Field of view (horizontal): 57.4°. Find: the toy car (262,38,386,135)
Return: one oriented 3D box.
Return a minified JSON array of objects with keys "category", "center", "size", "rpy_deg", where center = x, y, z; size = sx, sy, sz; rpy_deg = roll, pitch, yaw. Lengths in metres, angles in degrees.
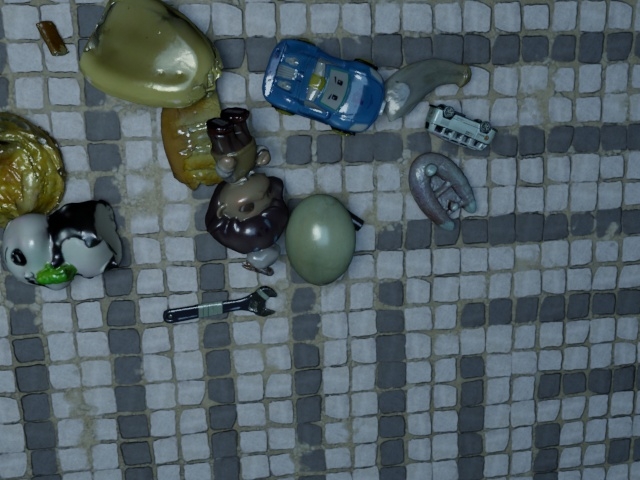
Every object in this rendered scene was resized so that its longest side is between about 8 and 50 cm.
[{"category":"toy car","center":[0.011,-0.383,1.451],"size":[0.314,0.166,0.198],"rpy_deg":[21,100,5]}]

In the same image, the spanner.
[{"category":"spanner","center":[-0.274,0.190,1.612],"size":[0.315,0.024,0.087],"rpy_deg":[-10,107,-6]}]

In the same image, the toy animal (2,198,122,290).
[{"category":"toy animal","center":[-0.636,0.018,1.433],"size":[0.266,0.212,0.213],"rpy_deg":[-22,103,-7]}]

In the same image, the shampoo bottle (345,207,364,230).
[{"category":"shampoo bottle","center":[0.055,-0.073,1.604],"size":[0.137,0.027,0.048],"rpy_deg":[31,97,-12]}]

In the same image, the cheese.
[{"category":"cheese","center":[-0.385,-0.438,1.390],"size":[0.315,0.128,0.260],"rpy_deg":[21,90,2]}]

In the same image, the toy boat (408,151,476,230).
[{"category":"toy boat","center":[0.334,-0.139,1.602],"size":[0.155,0.085,0.227],"rpy_deg":[-37,103,1]}]

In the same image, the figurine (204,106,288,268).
[{"category":"figurine","center":[-0.172,-0.132,1.427],"size":[0.206,0.218,0.365],"rpy_deg":[14,132,6]}]

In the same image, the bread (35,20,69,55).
[{"category":"bread","center":[-0.653,-0.490,1.421],"size":[0.036,0.047,0.083],"rpy_deg":[-19,102,27]}]

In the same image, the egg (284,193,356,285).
[{"category":"egg","center":[0.000,0.000,1.528],"size":[0.186,0.186,0.253],"rpy_deg":[-1,114,-8]}]

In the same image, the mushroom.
[{"category":"mushroom","center":[0.269,-0.415,1.536],"size":[0.270,0.103,0.118],"rpy_deg":[-28,104,-7]}]

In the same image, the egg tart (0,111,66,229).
[{"category":"egg tart","center":[-0.777,-0.160,1.428],"size":[0.297,0.132,0.297],"rpy_deg":[-2,107,-8]}]

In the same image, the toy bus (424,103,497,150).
[{"category":"toy bus","center":[0.376,-0.303,1.580],"size":[0.193,0.087,0.089],"rpy_deg":[18,104,-11]}]

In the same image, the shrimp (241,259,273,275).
[{"category":"shrimp","center":[-0.170,0.073,1.596],"size":[0.092,0.038,0.029],"rpy_deg":[13,56,-10]}]

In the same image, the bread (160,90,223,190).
[{"category":"bread","center":[-0.308,-0.251,1.467],"size":[0.174,0.133,0.252],"rpy_deg":[-11,101,-8]}]
